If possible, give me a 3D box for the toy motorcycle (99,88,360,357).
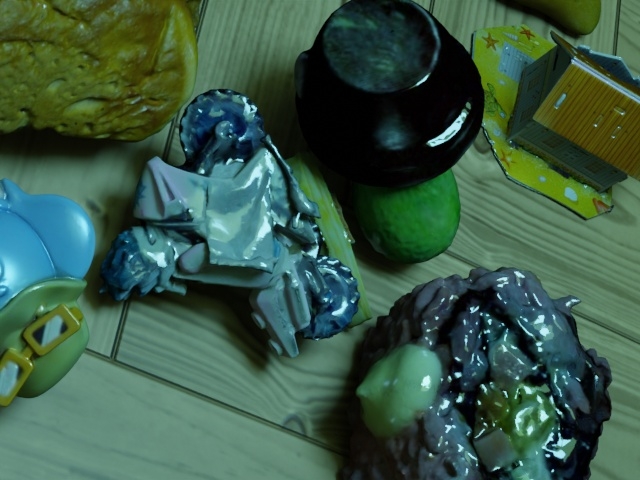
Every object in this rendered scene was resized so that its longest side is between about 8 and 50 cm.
[{"bbox_3d":[-0.095,0.012,1.364,0.204,0.108,0.239,-33,86,-15],"label":"toy motorcycle"}]

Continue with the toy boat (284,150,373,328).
[{"bbox_3d":[0.000,0.000,1.462,0.066,0.065,0.172,-9,75,-56],"label":"toy boat"}]

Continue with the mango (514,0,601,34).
[{"bbox_3d":[0.251,-0.302,1.751,0.184,0.085,0.102,29,56,-26],"label":"mango"}]

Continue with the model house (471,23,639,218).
[{"bbox_3d":[0.278,-0.160,1.669,0.219,0.136,0.207,30,57,-19],"label":"model house"}]

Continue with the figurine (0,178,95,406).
[{"bbox_3d":[-0.300,0.025,1.216,0.262,0.154,0.180,28,64,0],"label":"figurine"}]

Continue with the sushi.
[{"bbox_3d":[0.135,0.164,1.403,0.236,0.171,0.270,26,62,-22],"label":"sushi"}]

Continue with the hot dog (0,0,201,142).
[{"bbox_3d":[-0.264,-0.214,1.250,0.405,0.223,0.185,1,42,-39],"label":"hot dog"}]

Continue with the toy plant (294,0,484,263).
[{"bbox_3d":[0.070,-0.110,1.477,0.175,0.235,0.218,-10,59,4],"label":"toy plant"}]
